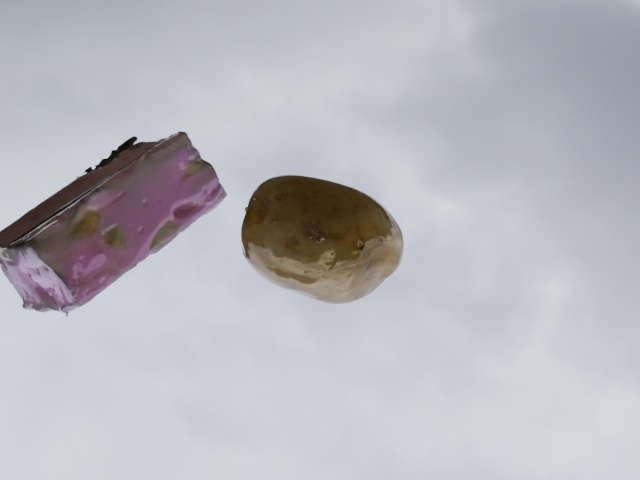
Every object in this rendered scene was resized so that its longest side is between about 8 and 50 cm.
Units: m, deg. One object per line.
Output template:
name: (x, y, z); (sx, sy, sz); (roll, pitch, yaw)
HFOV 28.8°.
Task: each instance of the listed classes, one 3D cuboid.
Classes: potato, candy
potato: (0.000, 0.000, 1.239); (0.178, 0.119, 0.109); (16, -165, -26)
candy: (-0.261, -0.025, 1.529); (0.265, 0.116, 0.155); (-39, -157, -33)
